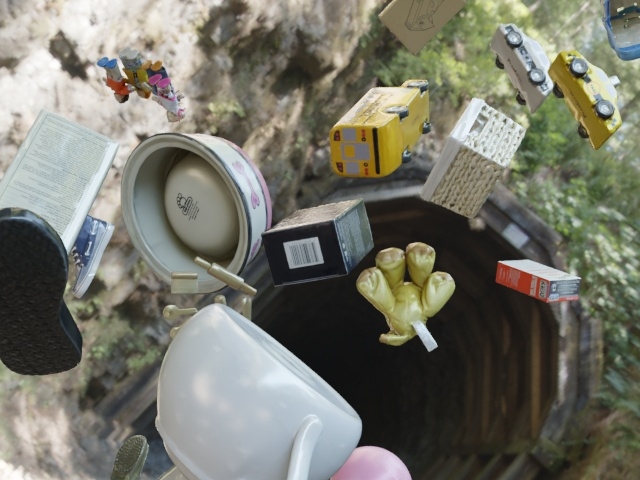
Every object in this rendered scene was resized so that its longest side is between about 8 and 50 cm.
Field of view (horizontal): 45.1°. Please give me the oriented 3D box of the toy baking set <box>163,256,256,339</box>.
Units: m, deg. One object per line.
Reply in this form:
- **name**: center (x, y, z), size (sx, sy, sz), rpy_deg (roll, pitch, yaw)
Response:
- **toy baking set**: center (-0.241, 0.161, 1.770), size (0.256, 0.196, 0.030), rpy_deg (27, -7, -14)

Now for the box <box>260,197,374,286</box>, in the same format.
- **box**: center (0.000, 0.000, 1.487), size (0.207, 0.153, 0.108), rpy_deg (-36, 114, -66)

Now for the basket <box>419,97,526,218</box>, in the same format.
- **basket**: center (0.249, -0.129, 1.267), size (0.103, 0.113, 0.167), rpy_deg (30, -33, 7)

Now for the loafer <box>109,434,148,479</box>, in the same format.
- **loafer**: center (-0.388, 0.466, 1.555), size (0.056, 0.148, 0.050), rpy_deg (14, -23, 23)

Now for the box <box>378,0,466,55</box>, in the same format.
- **box**: center (0.276, -0.622, 2.083), size (0.164, 0.201, 0.021), rpy_deg (37, 16, -36)

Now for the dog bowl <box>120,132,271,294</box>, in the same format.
- **dog bowl**: center (-0.298, -0.079, 1.918), size (0.408, 0.150, 0.407), rpy_deg (13, -65, 29)

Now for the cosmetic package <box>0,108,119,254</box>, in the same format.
- **cosmetic package**: center (-0.500, -0.070, 1.401), size (0.160, 0.309, 0.113), rpy_deg (25, -34, -14)

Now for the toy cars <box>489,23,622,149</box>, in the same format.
- **toy cars**: center (0.476, -0.322, 1.534), size (0.393, 0.087, 0.176), rpy_deg (-128, -163, -54)

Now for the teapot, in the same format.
- **teapot**: center (-0.089, 0.206, 0.854), size (0.252, 0.187, 0.256), rpy_deg (38, -5, 20)

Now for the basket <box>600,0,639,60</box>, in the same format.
- **basket**: center (0.744, -0.511, 1.681), size (0.289, 0.255, 0.201), rpy_deg (-87, 156, -51)

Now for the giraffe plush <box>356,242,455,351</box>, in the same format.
- **giraffe plush**: center (0.170, 0.125, 1.522), size (0.170, 0.182, 0.210), rpy_deg (80, -5, -77)

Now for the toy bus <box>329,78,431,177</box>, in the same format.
- **toy bus**: center (0.133, -0.233, 1.557), size (0.130, 0.332, 0.108), rpy_deg (2, -63, 20)

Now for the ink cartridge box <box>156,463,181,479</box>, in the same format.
- **ink cartridge box**: center (-0.136, 0.305, 1.038), size (0.087, 0.153, 0.208), rpy_deg (49, -38, 4)

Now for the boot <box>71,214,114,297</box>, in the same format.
- **boot**: center (-0.553, 0.032, 1.780), size (0.086, 0.190, 0.069), rpy_deg (26, -18, -24)

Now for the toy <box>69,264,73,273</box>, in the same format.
- **toy**: center (-0.655, -0.023, 1.919), size (0.237, 0.056, 0.136), rpy_deg (42, -21, 56)

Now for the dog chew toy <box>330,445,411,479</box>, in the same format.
- **dog chew toy**: center (0.083, 0.647, 1.823), size (0.207, 0.332, 0.206), rpy_deg (19, -50, 23)

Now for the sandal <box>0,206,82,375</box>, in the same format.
- **sandal**: center (-0.460, 0.071, 1.176), size (0.445, 0.168, 0.107), rpy_deg (107, -23, -54)

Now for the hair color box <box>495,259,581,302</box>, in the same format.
- **hair color box**: center (0.479, 0.088, 1.707), size (0.167, 0.093, 0.053), rpy_deg (24, -68, 61)

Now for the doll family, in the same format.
- **doll family**: center (-0.421, -0.390, 1.938), size (0.263, 0.118, 0.163), rpy_deg (23, -27, 21)
